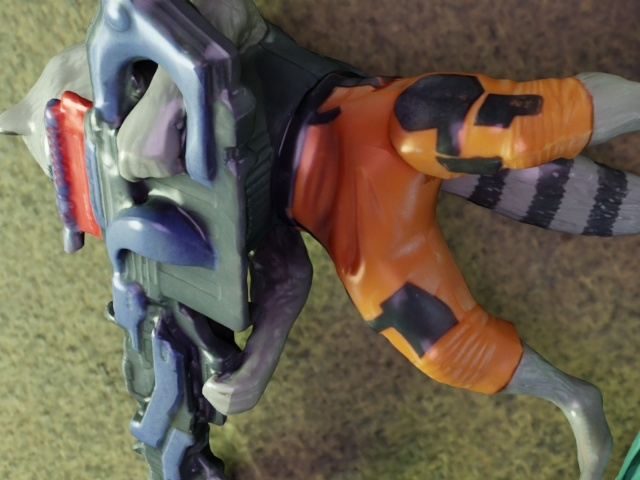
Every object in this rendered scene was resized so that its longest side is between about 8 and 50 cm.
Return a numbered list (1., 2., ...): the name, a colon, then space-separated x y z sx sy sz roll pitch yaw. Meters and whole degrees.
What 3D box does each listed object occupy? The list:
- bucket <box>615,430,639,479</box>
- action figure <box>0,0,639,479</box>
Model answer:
1. bucket: 0.235 0.190 0.577 0.281 0.183 0.281 6 105 24
2. action figure: 0.000 0.000 0.656 0.330 0.178 0.341 21 134 10
